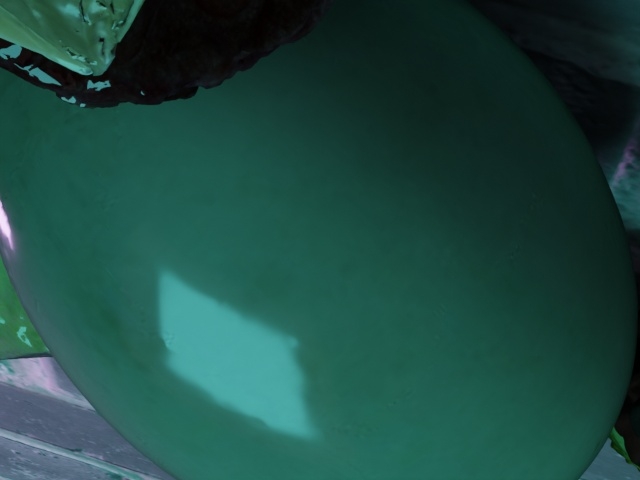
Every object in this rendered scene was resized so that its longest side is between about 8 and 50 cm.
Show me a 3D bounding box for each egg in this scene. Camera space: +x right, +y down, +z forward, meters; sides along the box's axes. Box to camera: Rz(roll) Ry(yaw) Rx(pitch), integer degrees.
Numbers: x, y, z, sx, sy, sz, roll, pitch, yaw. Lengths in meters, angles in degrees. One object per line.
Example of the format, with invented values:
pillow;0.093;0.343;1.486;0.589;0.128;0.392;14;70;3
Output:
egg;0.000;0.000;0.874;0.389;0.276;0.276;40;150;-29

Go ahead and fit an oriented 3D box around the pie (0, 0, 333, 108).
pie;-0.085;-0.157;0.697;0.218;0.204;0.054;40;164;-11

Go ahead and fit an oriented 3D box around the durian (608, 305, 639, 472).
durian;0.235;0.107;1.167;0.132;0.107;0.375;-2;149;37

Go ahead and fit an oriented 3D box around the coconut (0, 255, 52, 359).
coconut;-0.176;-0.031;1.042;0.235;0.205;0.236;29;162;10

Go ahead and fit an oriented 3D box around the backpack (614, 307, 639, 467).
backpack;0.273;0.051;0.937;0.229;0.139;0.229;-8;147;-5

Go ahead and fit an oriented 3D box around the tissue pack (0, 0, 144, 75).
tissue pack;-0.093;-0.197;0.549;0.159;0.234;0.125;23;156;-13
